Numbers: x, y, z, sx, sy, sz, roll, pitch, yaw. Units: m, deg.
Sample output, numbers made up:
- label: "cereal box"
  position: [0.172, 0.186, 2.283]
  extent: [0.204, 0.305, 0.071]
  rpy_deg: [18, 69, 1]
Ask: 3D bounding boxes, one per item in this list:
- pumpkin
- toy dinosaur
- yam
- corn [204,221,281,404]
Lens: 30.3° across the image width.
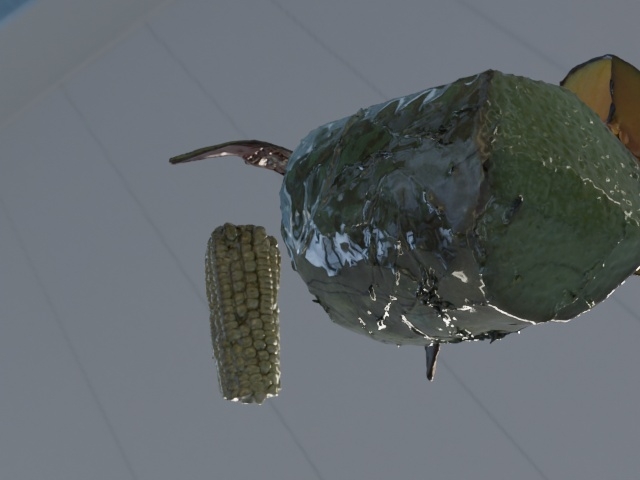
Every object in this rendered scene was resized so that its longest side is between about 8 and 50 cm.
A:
- label: "pumpkin"
  position: [0.384, -0.067, 1.542]
  extent: [0.169, 0.148, 0.312]
  rpy_deg: [-36, -135, 55]
- label: "toy dinosaur"
  position: [-0.001, -0.005, 1.252]
  extent: [0.207, 0.327, 0.113]
  rpy_deg: [13, -118, 50]
- label: "yam"
  position: [0.110, -0.018, 0.912]
  extent: [0.271, 0.203, 0.201]
  rpy_deg: [-24, -116, 55]
- label: "corn"
  position: [-0.081, 0.083, 1.286]
  extent: [0.087, 0.087, 0.210]
  rpy_deg: [-12, -111, 22]
